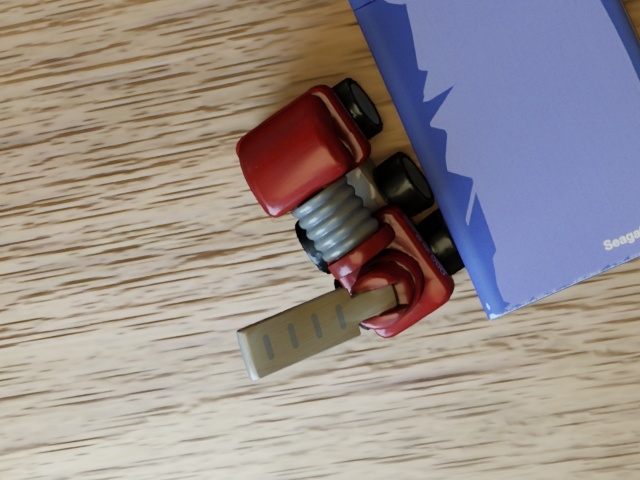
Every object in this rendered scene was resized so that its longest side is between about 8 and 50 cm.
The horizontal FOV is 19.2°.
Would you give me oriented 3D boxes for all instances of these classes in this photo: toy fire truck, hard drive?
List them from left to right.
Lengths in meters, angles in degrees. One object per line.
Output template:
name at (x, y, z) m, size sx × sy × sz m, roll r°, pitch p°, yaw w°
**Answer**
toy fire truck at (0.000, 0.000, 1.574) m, size 0.158 × 0.246 × 0.217 m, roll -33°, pitch 95°, yaw 16°
hard drive at (0.175, -0.119, 1.593) m, size 0.210 × 0.040 × 0.319 m, roll -24°, pitch 87°, yaw 15°
